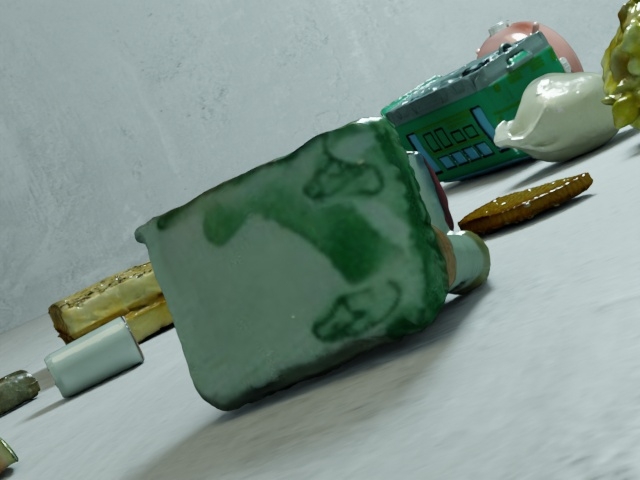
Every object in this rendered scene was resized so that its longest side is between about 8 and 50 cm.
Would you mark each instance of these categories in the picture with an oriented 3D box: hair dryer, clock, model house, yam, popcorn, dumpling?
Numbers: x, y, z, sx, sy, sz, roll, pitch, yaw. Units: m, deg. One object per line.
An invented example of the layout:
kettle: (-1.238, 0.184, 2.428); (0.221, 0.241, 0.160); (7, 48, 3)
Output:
hair dryer: (-0.341, 0.172, 1.855); (0.131, 0.073, 0.236); (-27, 3, -12)
clock: (0.374, -0.289, 2.293); (0.142, 0.241, 0.227); (-30, 8, -26)
model house: (0.033, 0.022, 1.222); (0.267, 0.194, 0.325); (-25, -9, 23)
yam: (-0.544, 0.266, 1.879); (0.252, 0.061, 0.061); (-27, 6, -37)
popcorn: (0.456, -0.231, 1.659); (0.187, 0.167, 0.185); (3, -53, -55)
dumpling: (0.371, -0.192, 1.875); (0.250, 0.132, 0.162); (-25, 8, -7)

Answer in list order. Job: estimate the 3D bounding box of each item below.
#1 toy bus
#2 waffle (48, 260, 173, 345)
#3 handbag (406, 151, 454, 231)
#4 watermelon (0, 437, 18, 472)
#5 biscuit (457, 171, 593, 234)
toy bus: (0.283, -0.220, 2.186); (0.183, 0.199, 0.343); (-35, 9, -26)
waffle: (-0.339, 0.116, 2.204); (0.260, 0.114, 0.376); (-23, 4, -15)
handbag: (0.050, -0.021, 1.551); (0.225, 0.146, 0.135); (-27, 8, -2)
watermelon: (-0.411, 0.247, 1.380); (0.163, 0.069, 0.087); (-26, 4, 2)
biscuit: (0.235, -0.037, 1.514); (0.126, 0.025, 0.206); (-26, 4, -26)
